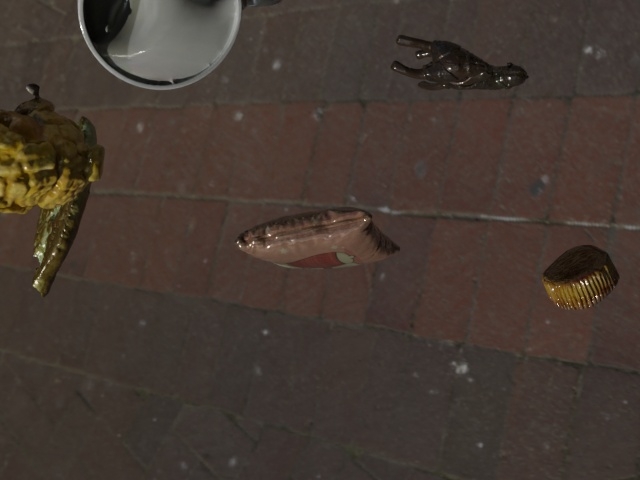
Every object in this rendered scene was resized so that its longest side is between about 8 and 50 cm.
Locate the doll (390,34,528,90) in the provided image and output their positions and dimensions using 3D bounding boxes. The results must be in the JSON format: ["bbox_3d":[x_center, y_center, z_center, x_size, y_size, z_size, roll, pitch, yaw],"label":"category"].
[{"bbox_3d":[0.190,-0.228,1.213,0.165,0.139,0.057,10,92,21],"label":"doll"}]

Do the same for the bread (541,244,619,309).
[{"bbox_3d":[0.301,0.048,1.047,0.085,0.053,0.085,-27,20,11],"label":"bread"}]

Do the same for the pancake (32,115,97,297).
[{"bbox_3d":[-0.521,-0.069,1.850,0.197,0.054,0.376,10,81,53],"label":"pancake"}]

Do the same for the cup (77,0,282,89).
[{"bbox_3d":[-0.171,-0.269,1.030,0.167,0.221,0.202,-62,29,15],"label":"cup"}]

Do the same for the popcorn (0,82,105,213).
[{"bbox_3d":[-0.389,-0.106,1.239,0.163,0.194,0.140,38,117,-5],"label":"popcorn"}]

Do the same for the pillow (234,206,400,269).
[{"bbox_3d":[0.000,0.000,1.447,0.223,0.236,0.084,-5,81,13],"label":"pillow"}]
